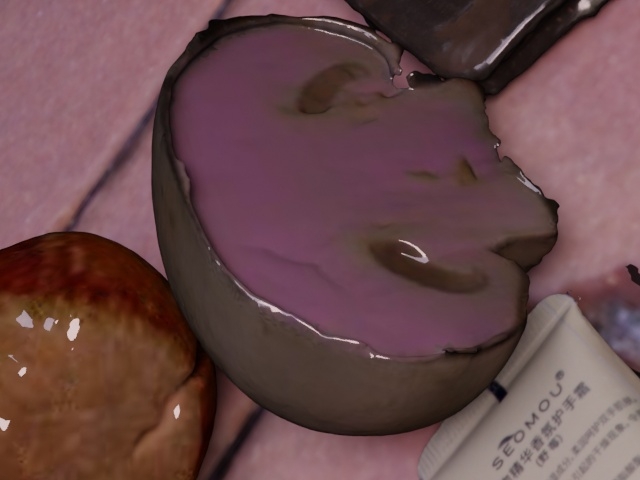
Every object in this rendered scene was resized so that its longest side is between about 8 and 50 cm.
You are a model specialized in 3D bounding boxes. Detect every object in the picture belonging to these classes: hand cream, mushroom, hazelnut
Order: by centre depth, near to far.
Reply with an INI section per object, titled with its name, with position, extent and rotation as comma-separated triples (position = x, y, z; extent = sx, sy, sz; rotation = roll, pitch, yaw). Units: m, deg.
[hand cream]
position = 0.134, 0.125, 0.454
extent = 0.095, 0.059, 0.276
rotation = -52, 48, 9
[mushroom]
position = 0.000, 0.000, 0.558
extent = 0.117, 0.141, 0.188
rotation = -59, 43, 43
[hazelnut]
position = -0.115, 0.073, 0.590
extent = 0.143, 0.143, 0.154
rotation = 7, 94, 35

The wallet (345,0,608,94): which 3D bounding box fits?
[wallet]
position = 0.125, -0.212, 0.619
extent = 0.309, 0.042, 0.165
rotation = -47, 50, 6
